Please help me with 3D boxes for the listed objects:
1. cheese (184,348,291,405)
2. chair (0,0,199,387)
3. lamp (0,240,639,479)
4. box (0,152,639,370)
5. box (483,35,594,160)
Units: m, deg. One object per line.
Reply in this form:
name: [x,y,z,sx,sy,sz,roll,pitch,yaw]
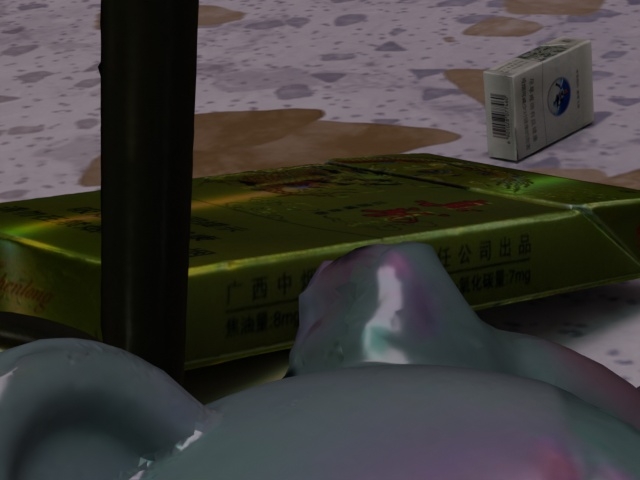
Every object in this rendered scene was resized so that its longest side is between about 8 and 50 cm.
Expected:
cheese: [-0.111,0.070,0.736,0.251,0.054,0.127,11,27,37]
chair: [-0.217,-0.034,0.482,0.365,0.410,0.362,-31,33,-29]
lamp: [0.049,0.120,0.408,0.301,0.247,0.247,-15,-8,-40]
box: [0.000,0.000,0.806,0.311,0.043,0.173,-8,14,-41]
box: [0.130,-0.085,1.069,0.024,0.054,0.083,11,27,40]
